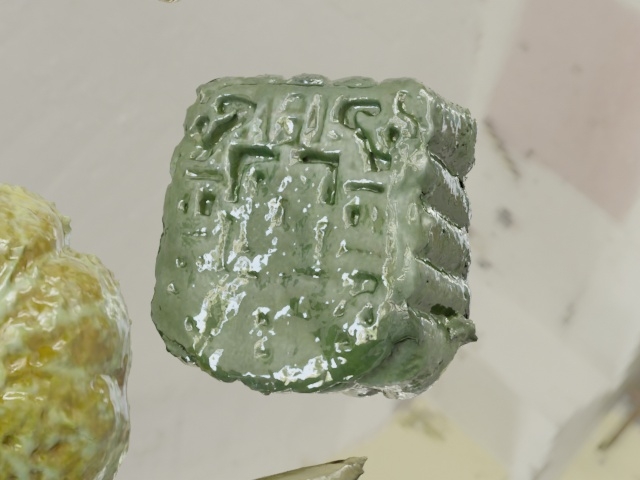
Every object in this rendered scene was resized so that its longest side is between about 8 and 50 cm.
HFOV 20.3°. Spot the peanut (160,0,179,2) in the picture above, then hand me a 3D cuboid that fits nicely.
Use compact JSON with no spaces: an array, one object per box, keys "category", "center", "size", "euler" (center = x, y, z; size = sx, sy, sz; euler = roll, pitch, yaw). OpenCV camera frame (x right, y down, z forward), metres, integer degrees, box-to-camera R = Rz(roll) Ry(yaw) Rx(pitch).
[{"category":"peanut","center":[-0.121,-0.270,1.704],"size":[0.113,0.054,0.054],"euler":[-40,-18,26]}]

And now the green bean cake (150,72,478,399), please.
[{"category":"green bean cake","center":[0.000,0.000,1.268],"size":[0.125,0.222,0.227],"euler":[19,-104,-65]}]

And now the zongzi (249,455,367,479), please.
[{"category":"zongzi","center":[-0.153,0.208,1.011],"size":[0.317,0.154,0.289],"euler":[-48,-30,15]}]

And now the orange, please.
[{"category":"orange","center":[-0.272,0.123,1.584],"size":[0.271,0.210,0.368],"euler":[125,147,-79]}]
